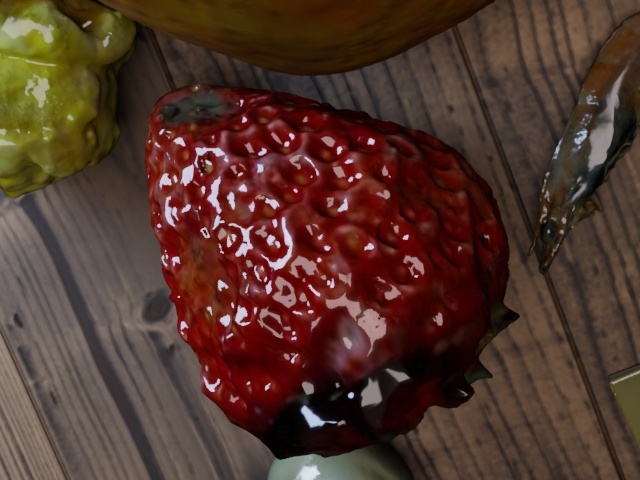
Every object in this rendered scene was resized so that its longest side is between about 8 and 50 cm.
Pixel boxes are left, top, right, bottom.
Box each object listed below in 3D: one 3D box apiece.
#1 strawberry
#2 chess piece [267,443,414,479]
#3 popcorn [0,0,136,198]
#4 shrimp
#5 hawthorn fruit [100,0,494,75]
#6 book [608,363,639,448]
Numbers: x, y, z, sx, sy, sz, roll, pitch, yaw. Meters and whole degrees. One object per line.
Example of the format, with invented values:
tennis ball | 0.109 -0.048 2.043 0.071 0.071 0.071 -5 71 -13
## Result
strawberry | 0.012 0.004 0.955 0.292 0.292 0.310 -13 83 13
chess piece | -0.053 0.297 1.092 0.182 0.182 0.330 43 100 -1
popcorn | -0.270 -0.152 1.007 0.255 0.195 0.256 -37 76 10
shrimp | 0.262 -0.072 1.003 0.143 0.052 0.251 28 107 -4
hawthorn fruit | -0.013 -0.337 0.797 0.472 0.472 0.471 2 103 9
book | 0.366 0.174 1.057 0.168 0.013 0.192 -24 97 14
